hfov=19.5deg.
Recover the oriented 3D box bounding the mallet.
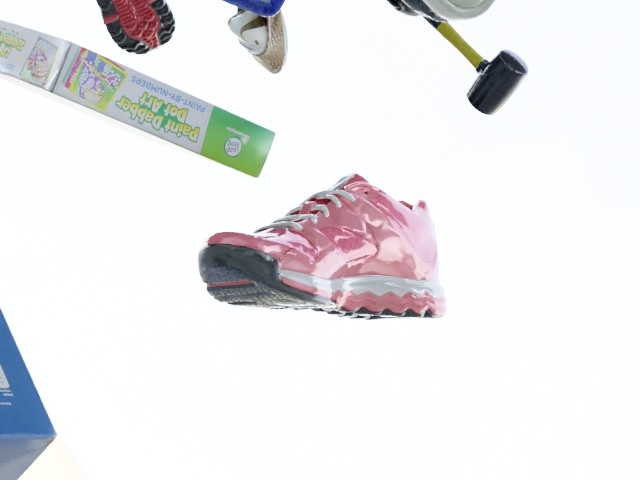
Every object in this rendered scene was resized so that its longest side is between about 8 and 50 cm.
[{"bbox_3d":[0.118,-0.198,1.817,0.190,0.039,0.062,41,-57,18],"label":"mallet"}]

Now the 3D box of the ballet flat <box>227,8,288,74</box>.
[{"bbox_3d":[-0.080,-0.274,2.137,0.073,0.067,0.206,29,-43,38],"label":"ballet flat"}]

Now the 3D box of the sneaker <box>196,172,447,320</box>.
[{"bbox_3d":[0.000,0.000,1.758,0.116,0.136,0.314,-4,-9,41],"label":"sneaker"}]

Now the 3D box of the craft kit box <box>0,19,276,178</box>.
[{"bbox_3d":[-0.210,-0.144,1.806,0.250,0.061,0.246,22,2,-40],"label":"craft kit box"}]

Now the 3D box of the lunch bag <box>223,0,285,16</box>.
[{"bbox_3d":[-0.175,-0.451,1.851,0.385,0.328,0.239,15,-35,-13],"label":"lunch bag"}]

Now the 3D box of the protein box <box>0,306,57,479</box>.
[{"bbox_3d":[-0.318,0.086,1.227,0.136,0.200,0.201,-47,-122,29],"label":"protein box"}]

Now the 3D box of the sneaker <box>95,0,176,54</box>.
[{"bbox_3d":[-0.260,-0.347,2.249,0.262,0.104,0.125,75,-10,-48],"label":"sneaker"}]

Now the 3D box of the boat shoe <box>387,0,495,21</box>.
[{"bbox_3d":[0.028,-0.335,1.687,0.340,0.127,0.113,46,-24,-20],"label":"boat shoe"}]
